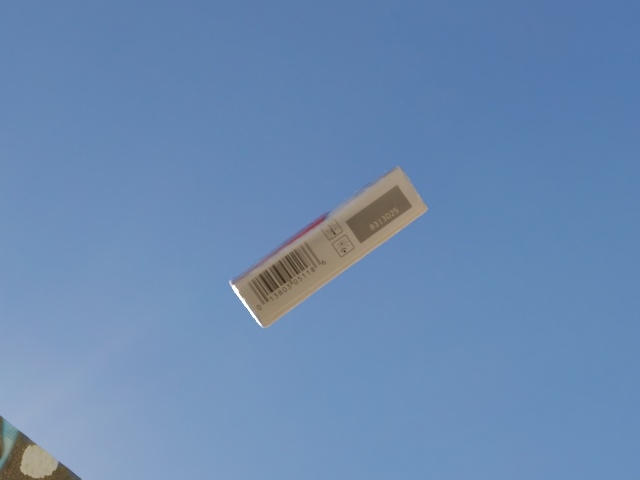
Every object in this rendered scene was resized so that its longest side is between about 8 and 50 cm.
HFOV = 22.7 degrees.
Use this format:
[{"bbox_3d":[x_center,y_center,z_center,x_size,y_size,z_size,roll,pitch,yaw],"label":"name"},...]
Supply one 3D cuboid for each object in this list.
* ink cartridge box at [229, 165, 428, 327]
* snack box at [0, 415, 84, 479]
[{"bbox_3d":[0.000,0.000,1.180,0.145,0.179,0.045,-36,-83,-3],"label":"ink cartridge box"},{"bbox_3d":[-0.285,0.208,1.335,0.187,0.060,0.322,-2,-36,38],"label":"snack box"}]
